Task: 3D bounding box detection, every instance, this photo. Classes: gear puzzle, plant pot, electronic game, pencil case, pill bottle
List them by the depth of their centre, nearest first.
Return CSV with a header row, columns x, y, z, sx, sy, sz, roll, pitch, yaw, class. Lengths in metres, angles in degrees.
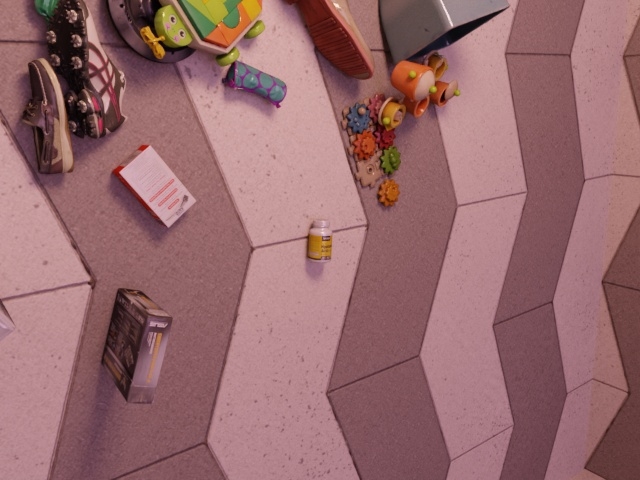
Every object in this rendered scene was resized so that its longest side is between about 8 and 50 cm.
x,y,z,sx,sy,sz,roll,pitch,yaw,class
-0.343,-0.496,1.205,0.229,0.048,0.229,-9,103,-43,electronic game
-0.155,-0.376,1.364,0.152,0.064,0.070,12,77,-38,pencil case
0.304,-0.667,1.541,0.248,0.247,0.252,-28,96,-29,plant pot
0.000,0.000,1.566,0.065,0.065,0.116,-6,103,-36,pill bottle
0.170,-0.247,1.650,0.175,0.044,0.338,-31,117,-28,gear puzzle

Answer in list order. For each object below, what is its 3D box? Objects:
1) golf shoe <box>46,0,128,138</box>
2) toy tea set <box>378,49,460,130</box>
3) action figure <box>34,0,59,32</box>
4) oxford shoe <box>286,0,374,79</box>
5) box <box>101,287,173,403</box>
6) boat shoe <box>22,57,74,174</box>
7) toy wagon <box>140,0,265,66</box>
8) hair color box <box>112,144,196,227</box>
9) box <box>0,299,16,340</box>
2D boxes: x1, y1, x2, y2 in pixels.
x,y,z,sx,sy,sz,roll,pitch,yaw,class
-0.457,-0.341,1.124,0.120,0.105,0.272,-38,138,-51,golf shoe
0.310,-0.421,1.604,0.336,0.124,0.200,-32,145,-39,toy tea set
-0.494,-0.508,1.081,0.137,0.063,0.232,6,104,-39,action figure
0.037,-0.583,1.418,0.397,0.140,0.146,49,64,-36,oxford shoe
-0.398,0.218,1.212,0.056,0.231,0.183,12,93,-35,box
-0.538,-0.235,1.099,0.073,0.080,0.223,-21,117,-37,boat shoe
-0.247,-0.510,1.209,0.344,0.068,0.267,-60,135,-32,toy wagon
-0.370,-0.121,1.269,0.093,0.053,0.167,-48,123,-20,hair color box
-0.664,0.072,0.960,0.127,0.262,0.231,-44,123,-21,box
